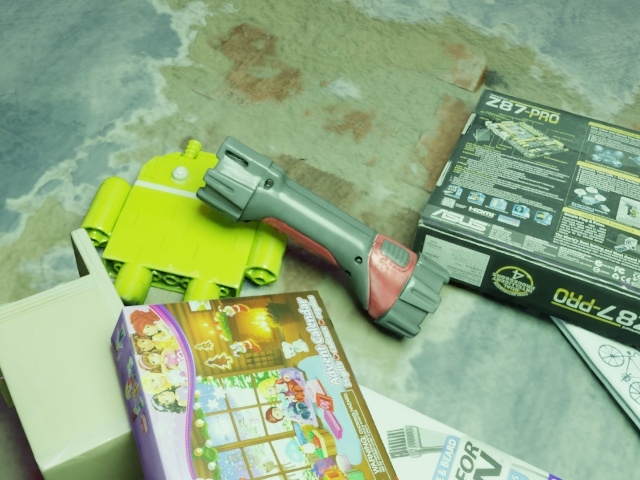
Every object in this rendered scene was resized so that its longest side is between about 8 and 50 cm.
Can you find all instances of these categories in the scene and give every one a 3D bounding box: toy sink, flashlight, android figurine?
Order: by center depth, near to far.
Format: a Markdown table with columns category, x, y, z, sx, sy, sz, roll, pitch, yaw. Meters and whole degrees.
| category | x | y | z | sx | sy | sz | roll | pitch | yaw |
| --- | --- | --- | --- | --- | --- | --- | --- | --- | --- |
| toy sink | -0.250 | 0.130 | 0.737 | 0.131 | 0.152 | 0.234 | -21 | 61 | -23 |
| flashlight | 0.000 | 0.000 | 0.873 | 0.304 | 0.103 | 0.103 | 30 | 87 | -3 |
| android figurine | -0.163 | -0.018 | 0.927 | 0.249 | 0.056 | 0.272 | 14 | 54 | 1 |

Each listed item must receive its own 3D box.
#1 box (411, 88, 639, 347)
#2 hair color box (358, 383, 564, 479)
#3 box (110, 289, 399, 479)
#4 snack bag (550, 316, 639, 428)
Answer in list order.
| category | x | y | z | sx | sy | sz | roll | pitch | yaw |
| --- | --- | --- | --- | --- | --- | --- | --- | --- | --- |
| box | 0.353 | -0.035 | 0.968 | 0.395 | 0.097 | 0.318 | 19 | 51 | 14 |
| hair color box | 0.063 | 0.265 | 0.720 | 0.339 | 0.110 | 0.185 | 23 | 54 | 9 |
| box | -0.045 | 0.182 | 0.627 | 0.201 | 0.057 | 0.293 | -3 | 54 | -32 |
| snack bag | 0.488 | 0.119 | 0.927 | 0.343 | 0.037 | 0.323 | -17 | 52 | -20 |
